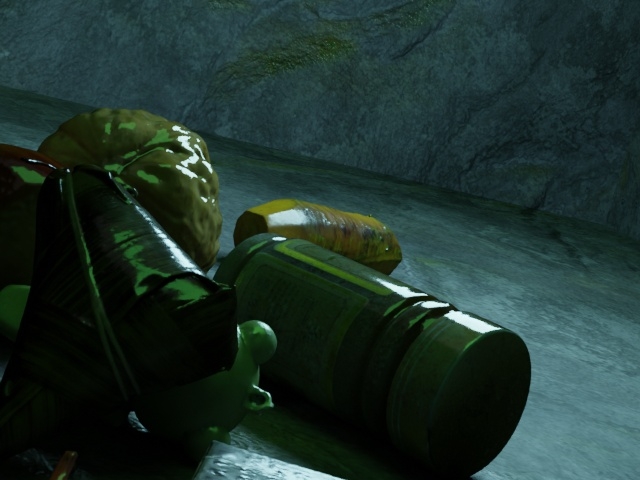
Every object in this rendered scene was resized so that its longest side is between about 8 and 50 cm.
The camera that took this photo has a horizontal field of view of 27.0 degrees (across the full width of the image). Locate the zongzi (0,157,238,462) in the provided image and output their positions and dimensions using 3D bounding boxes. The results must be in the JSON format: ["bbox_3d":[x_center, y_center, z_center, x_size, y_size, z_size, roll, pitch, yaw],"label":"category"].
[{"bbox_3d":[-0.222,0.047,1.059,0.241,0.111,0.247,-25,51,-25],"label":"zongzi"}]

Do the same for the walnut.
[{"bbox_3d":[-0.221,-0.031,1.519,0.224,0.257,0.257,45,19,16],"label":"walnut"}]

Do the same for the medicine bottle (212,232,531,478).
[{"bbox_3d":[0.039,0.105,1.339,0.322,0.151,0.151,24,12,40],"label":"medicine bottle"}]

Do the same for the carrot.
[{"bbox_3d":[0.000,0.000,2.016,0.114,0.114,0.302,24,12,41],"label":"carrot"}]

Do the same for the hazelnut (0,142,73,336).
[{"bbox_3d":[-0.305,0.011,1.311,0.210,0.210,0.186,11,42,-23],"label":"hazelnut"}]

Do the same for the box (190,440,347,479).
[{"bbox_3d":[-0.019,0.223,0.880,0.180,0.047,0.325,16,9,2],"label":"box"}]

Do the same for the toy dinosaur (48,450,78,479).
[{"bbox_3d":[-0.267,0.172,0.808,0.139,0.070,0.286,-5,3,15],"label":"toy dinosaur"}]

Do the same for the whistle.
[{"bbox_3d":[-0.166,0.099,1.164,0.288,0.131,0.106,17,-21,24],"label":"whistle"}]
